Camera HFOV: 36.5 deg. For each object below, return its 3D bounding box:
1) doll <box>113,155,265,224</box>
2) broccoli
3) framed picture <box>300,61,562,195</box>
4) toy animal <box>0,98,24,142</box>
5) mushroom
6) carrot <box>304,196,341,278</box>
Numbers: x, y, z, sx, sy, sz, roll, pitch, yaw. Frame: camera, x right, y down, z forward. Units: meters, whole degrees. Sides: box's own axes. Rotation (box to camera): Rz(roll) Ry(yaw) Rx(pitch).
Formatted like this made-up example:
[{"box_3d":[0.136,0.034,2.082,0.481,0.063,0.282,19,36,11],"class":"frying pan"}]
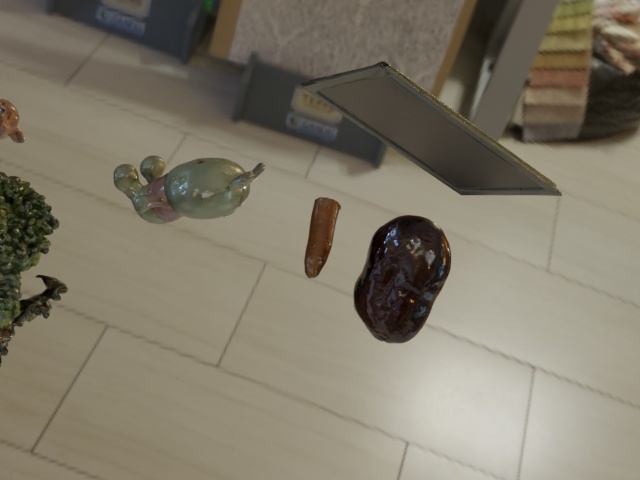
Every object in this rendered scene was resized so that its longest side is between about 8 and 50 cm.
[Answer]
[{"box_3d":[-0.211,-0.081,1.609,0.275,0.113,0.155,3,16,30],"class":"doll"},{"box_3d":[-0.553,0.035,1.467,0.324,0.272,0.334,2,73,-8],"class":"broccoli"},{"box_3d":[0.118,-0.116,1.063,0.252,0.197,0.014,31,80,-23],"class":"framed picture"},{"box_3d":[-0.603,-0.216,1.727,0.150,0.083,0.089,-1,9,-28],"class":"toy animal"},{"box_3d":[0.163,0.040,1.607,0.148,0.227,0.217,38,33,16],"class":"mushroom"},{"box_3d":[0.000,0.000,1.601,0.048,0.048,0.139,14,68,-6],"class":"carrot"}]
